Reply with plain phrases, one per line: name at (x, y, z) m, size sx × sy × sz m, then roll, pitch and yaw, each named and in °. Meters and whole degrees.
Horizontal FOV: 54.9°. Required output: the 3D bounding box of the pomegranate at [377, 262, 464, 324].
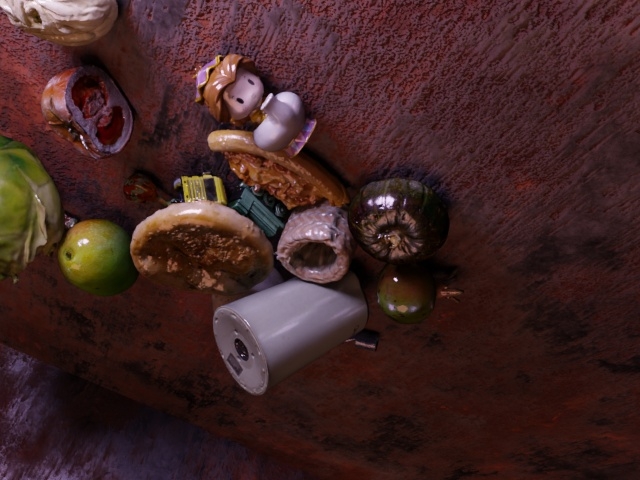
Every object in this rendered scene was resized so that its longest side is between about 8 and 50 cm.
pomegranate at (0.261, 0.130, 1.635) m, size 0.224 × 0.181 × 0.181 m, roll -8°, pitch 142°, yaw 1°

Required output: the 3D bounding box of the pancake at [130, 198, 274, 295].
pancake at (-0.305, 0.042, 1.610) m, size 0.387 × 0.082 × 0.386 m, roll 0°, pitch 143°, yaw 0°

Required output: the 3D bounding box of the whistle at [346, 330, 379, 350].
whistle at (0.043, 0.310, 2.064) m, size 0.305 × 0.062 × 0.062 m, roll 11°, pitch 144°, yaw 11°

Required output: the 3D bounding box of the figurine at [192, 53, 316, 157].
figurine at (-0.143, -0.282, 1.280) m, size 0.264 × 0.142 × 0.189 m, roll 32°, pitch 166°, yaw -17°

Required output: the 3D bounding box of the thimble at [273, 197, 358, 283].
thimble at (0.002, 0.004, 1.593) m, size 0.196 × 0.148 × 0.229 m, roll 38°, pitch 143°, yaw -25°

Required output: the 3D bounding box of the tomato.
tomato at (-0.556, -0.295, 1.428) m, size 0.155 × 0.180 × 0.214 m, roll 4°, pitch 139°, yaw 29°

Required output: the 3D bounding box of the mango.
mango at (-0.679, 0.061, 1.938) m, size 0.201 × 0.225 × 0.382 m, roll 15°, pitch 164°, yaw 14°

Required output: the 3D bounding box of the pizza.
pizza at (-0.102, -0.161, 1.477) m, size 0.366 × 0.073 × 0.182 m, roll 28°, pitch 135°, yaw -12°

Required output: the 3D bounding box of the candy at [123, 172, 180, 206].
candy at (-0.420, -0.094, 1.732) m, size 0.288 × 0.084 × 0.078 m, roll 32°, pitch 140°, yaw -30°

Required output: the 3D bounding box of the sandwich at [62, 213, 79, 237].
sandwich at (-0.891, -0.052, 1.993) m, size 0.235 × 0.079 × 0.159 m, roll 9°, pitch 144°, yaw 15°

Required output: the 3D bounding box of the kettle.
kettle at (-0.083, 0.261, 1.728) m, size 0.250 × 0.377 × 0.361 m, roll 47°, pitch 142°, yaw 26°

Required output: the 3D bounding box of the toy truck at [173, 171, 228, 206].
toy truck at (-0.303, -0.057, 1.663) m, size 0.157 × 0.124 × 0.272 m, roll -8°, pitch 146°, yaw -14°

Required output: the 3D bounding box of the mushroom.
mushroom at (-0.207, 0.180, 1.899) m, size 0.244 × 0.243 × 0.243 m, roll 13°, pitch 145°, yaw 9°

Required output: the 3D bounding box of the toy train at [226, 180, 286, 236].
toy train at (-0.161, -0.077, 1.591) m, size 0.071 × 0.111 × 0.170 m, roll -12°, pitch 134°, yaw 42°

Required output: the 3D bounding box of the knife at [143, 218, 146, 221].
knife at (-0.545, -0.005, 1.954) m, size 0.030 × 0.014 × 0.207 m, roll 17°, pitch 144°, yaw 2°

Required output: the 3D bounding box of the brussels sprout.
brussels sprout at (-0.899, -0.117, 1.700) m, size 0.425 × 0.343 × 0.360 m, roll 34°, pitch 121°, yaw 43°

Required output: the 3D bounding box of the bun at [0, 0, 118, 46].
bun at (-0.525, -0.467, 1.206) m, size 0.230 × 0.145 × 0.229 m, roll 10°, pitch 142°, yaw 8°

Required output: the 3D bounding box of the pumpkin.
pumpkin at (0.180, -0.039, 1.438) m, size 0.238 × 0.159 × 0.237 m, roll 15°, pitch 142°, yaw 12°
